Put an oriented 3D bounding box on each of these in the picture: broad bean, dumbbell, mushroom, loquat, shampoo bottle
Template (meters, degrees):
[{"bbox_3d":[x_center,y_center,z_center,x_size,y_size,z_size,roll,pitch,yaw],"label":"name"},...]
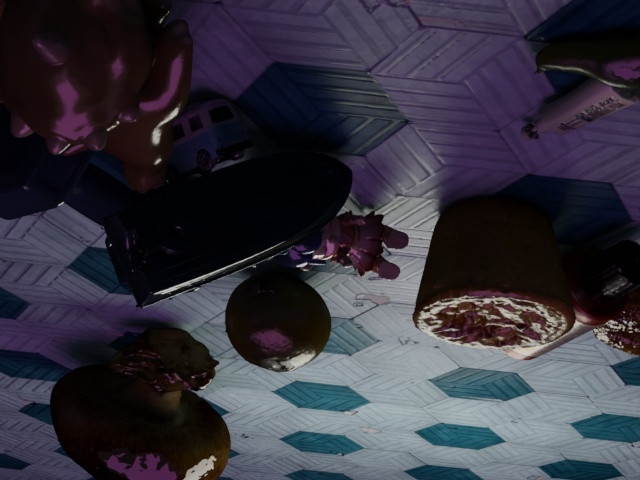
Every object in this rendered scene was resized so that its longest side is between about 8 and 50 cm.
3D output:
[{"bbox_3d":[0.347,-0.171,1.022,0.297,0.043,0.060,-3,127,18],"label":"broad bean"},{"bbox_3d":[-0.257,-0.050,1.297,0.160,0.144,0.325,-13,148,29],"label":"dumbbell"},{"bbox_3d":[-0.328,0.296,1.999,0.331,0.356,0.334,2,-168,3],"label":"mushroom"},{"bbox_3d":[-0.059,0.123,1.622,0.152,0.152,0.195,-4,145,19],"label":"loquat"},{"bbox_3d":[0.337,0.075,1.475,0.104,0.104,0.278,15,153,-18],"label":"shampoo bottle"},{"bbox_3d":[0.259,-0.134,1.132,0.049,0.034,0.141,14,155,-33],"label":"shampoo bottle"}]

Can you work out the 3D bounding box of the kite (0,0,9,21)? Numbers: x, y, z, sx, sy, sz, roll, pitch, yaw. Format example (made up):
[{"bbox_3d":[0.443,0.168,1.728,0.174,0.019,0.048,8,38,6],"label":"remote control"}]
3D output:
[{"bbox_3d":[-0.332,-0.226,1.096,0.232,0.009,0.189,-2,153,14],"label":"kite"}]

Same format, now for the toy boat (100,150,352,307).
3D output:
[{"bbox_3d":[-0.093,-0.027,1.245,0.296,0.114,0.122,-22,176,-21],"label":"toy boat"}]

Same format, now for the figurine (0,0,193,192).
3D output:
[{"bbox_3d":[-0.222,-0.152,1.022,0.173,0.177,0.247,-12,169,-21],"label":"figurine"}]

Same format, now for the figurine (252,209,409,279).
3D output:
[{"bbox_3d":[0.000,0.000,1.376,0.195,0.111,0.102,14,-175,-27],"label":"figurine"}]

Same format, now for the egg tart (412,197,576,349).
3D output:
[{"bbox_3d":[0.220,0.042,1.380,0.203,0.147,0.202,6,153,3],"label":"egg tart"}]

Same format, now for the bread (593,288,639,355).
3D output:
[{"bbox_3d":[0.481,0.125,1.600,0.193,0.064,0.193,8,157,3],"label":"bread"}]

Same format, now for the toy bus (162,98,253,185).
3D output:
[{"bbox_3d":[-0.143,-0.109,1.225,0.123,0.075,0.060,-19,-176,42],"label":"toy bus"}]
